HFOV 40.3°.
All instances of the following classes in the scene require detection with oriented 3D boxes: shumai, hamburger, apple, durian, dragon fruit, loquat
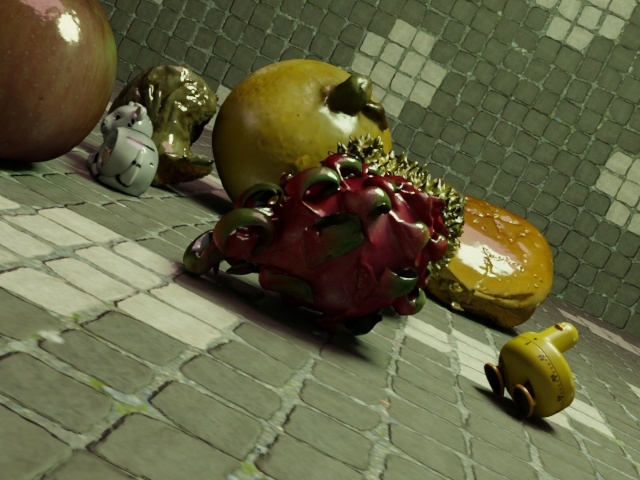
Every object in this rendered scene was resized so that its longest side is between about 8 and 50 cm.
[{"bbox_3d":[-0.256,-0.175,1.441,0.166,0.206,0.175,28,26,-36],"label":"shumai"},{"bbox_3d":[0.317,0.037,1.738,0.290,0.170,0.314,16,35,-9],"label":"hamburger"},{"bbox_3d":[-0.390,-0.228,1.060,0.306,0.234,0.305,24,8,-4],"label":"apple"},{"bbox_3d":[0.076,-0.023,1.300,0.258,0.258,0.293,31,19,35],"label":"durian"},{"bbox_3d":[0.006,-0.007,0.996,0.273,0.198,0.218,25,-19,-16],"label":"dragon fruit"},{"bbox_3d":[-0.016,-0.170,1.522,0.329,0.328,0.359,23,-36,-20],"label":"loquat"}]

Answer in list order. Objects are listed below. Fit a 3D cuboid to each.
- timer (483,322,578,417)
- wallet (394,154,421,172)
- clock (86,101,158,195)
[{"bbox_3d":[0.274,0.160,1.076,0.109,0.107,0.107,-24,28,-17],"label":"timer"},{"bbox_3d":[0.116,-0.063,1.703,0.072,0.220,0.262,21,8,-3],"label":"wallet"},{"bbox_3d":[-0.282,-0.140,1.277,0.080,0.117,0.176,22,9,-28],"label":"clock"}]
